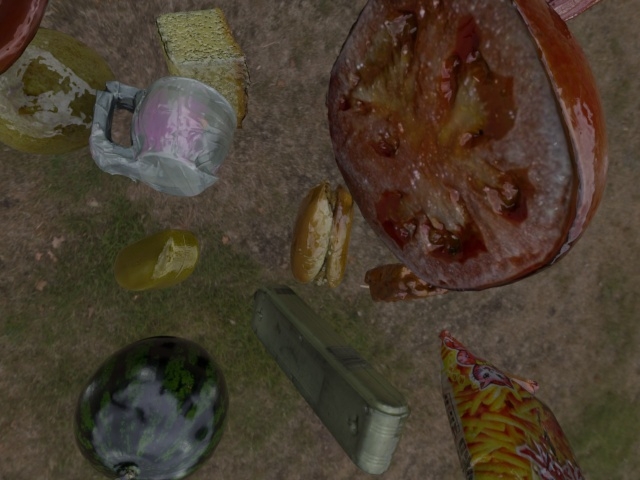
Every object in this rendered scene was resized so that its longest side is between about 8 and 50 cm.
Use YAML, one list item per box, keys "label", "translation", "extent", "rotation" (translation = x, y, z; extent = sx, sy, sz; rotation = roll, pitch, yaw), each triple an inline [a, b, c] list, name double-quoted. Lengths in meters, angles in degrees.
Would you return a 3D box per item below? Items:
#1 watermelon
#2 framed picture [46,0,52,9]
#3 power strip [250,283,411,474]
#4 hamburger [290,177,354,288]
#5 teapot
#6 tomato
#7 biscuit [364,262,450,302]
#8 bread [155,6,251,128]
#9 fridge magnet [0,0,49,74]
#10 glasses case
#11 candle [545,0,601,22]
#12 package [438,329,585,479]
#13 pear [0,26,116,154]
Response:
- label: "watermelon"
  translation: [-0.296, 0.308, 0.793]
  extent: [0.269, 0.269, 0.268]
  rotation: [-6, 108, -19]
- label: "framed picture"
  translation: [-0.747, -0.707, 1.095]
  extent: [0.189, 0.023, 0.260]
  rotation: [62, 38, -61]
- label: "power strip"
  translation: [-0.016, 0.156, 0.612]
  extent: [0.066, 0.387, 0.092]
  rotation: [8, 104, -33]
- label: "hamburger"
  translation: [0.000, 0.000, 1.030]
  extent: [0.144, 0.156, 0.282]
  rotation: [9, 118, -1]
- label: "teapot"
  translation: [-0.257, -0.176, 0.718]
  extent: [0.222, 0.163, 0.178]
  rotation: [29, 54, -36]
- label: "tomato"
  translation: [0.154, -0.110, 0.466]
  extent: [0.144, 0.338, 0.338]
  rotation: [-25, 113, -23]
- label: "biscuit"
  translation: [0.288, 0.097, 1.158]
  extent: [0.312, 0.318, 0.110]
  rotation: [-10, 82, -12]
- label: "bread"
  translation: [-0.368, -0.544, 1.391]
  extent: [0.248, 0.315, 0.279]
  rotation: [-16, 76, -19]
- label: "fridge magnet"
  translation: [-0.454, -0.303, 0.397]
  extent: [0.364, 0.155, 0.363]
  rotation: [-2, 97, -16]
- label: "glasses case"
  translation: [-0.560, 0.076, 1.432]
  extent: [0.141, 0.371, 0.173]
  rotation: [2, 76, -50]
- label: "candle"
  translation: [0.278, -0.281, 0.526]
  extent: [0.329, 0.048, 0.051]
  rotation: [-28, 108, 17]
- label: "package"
  translation: [0.242, 0.269, 0.531]
  extent: [0.223, 0.288, 0.108]
  rotation: [34, 123, -22]
- label: "pear"
  translation: [-0.491, -0.265, 0.797]
  extent: [0.211, 0.188, 0.228]
  rotation: [18, 98, -9]
